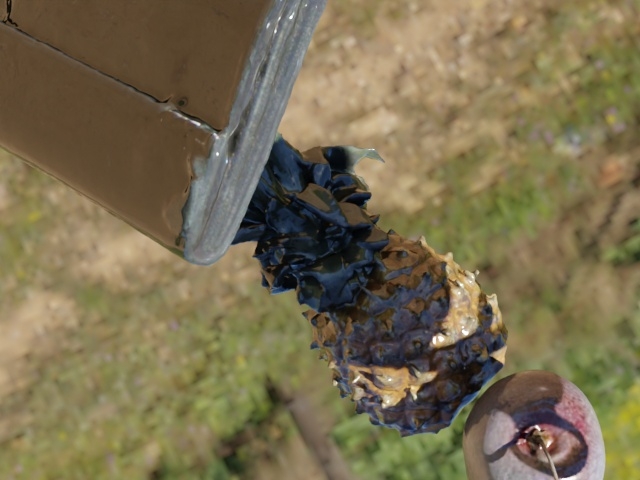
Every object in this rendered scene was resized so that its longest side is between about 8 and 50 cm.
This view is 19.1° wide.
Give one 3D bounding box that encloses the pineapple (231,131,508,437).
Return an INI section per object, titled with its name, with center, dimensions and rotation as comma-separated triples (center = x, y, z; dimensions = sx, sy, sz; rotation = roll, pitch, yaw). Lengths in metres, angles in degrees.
[pineapple]
center = 0.003, -0.002, 1.542
dimensions = 0.165, 0.364, 0.165
rotation = -35, -157, 17

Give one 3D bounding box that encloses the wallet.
[wallet]
center = -0.172, -0.155, 1.421
dimensions = 0.062, 0.406, 0.228
rotation = 18, 98, -46

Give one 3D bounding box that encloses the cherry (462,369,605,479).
[cherry]
center = 0.169, 0.199, 1.508
dimensions = 0.115, 0.188, 0.148
rotation = 5, 157, -43
